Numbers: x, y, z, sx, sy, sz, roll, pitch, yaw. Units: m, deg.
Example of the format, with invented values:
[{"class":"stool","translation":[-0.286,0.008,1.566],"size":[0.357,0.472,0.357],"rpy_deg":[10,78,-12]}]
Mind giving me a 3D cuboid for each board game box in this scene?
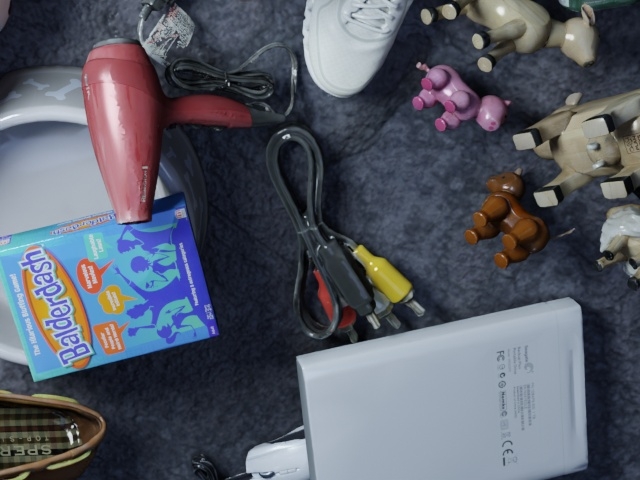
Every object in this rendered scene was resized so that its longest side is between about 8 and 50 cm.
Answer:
[{"class":"board game box","translation":[-0.229,0.051,1.544],"size":[0.210,0.047,0.160],"rpy_deg":[-14,113,-2]}]

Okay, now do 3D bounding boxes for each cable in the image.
[{"class":"cable","translation":[0.000,0.000,1.681],"size":[0.139,0.072,0.287],"rpy_deg":[-25,101,20]}]

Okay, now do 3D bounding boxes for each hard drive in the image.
[{"class":"hard drive","translation":[0.154,0.214,1.753],"size":[0.353,0.047,0.233],"rpy_deg":[-11,113,-13]}]

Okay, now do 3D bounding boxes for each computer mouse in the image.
[{"class":"computer mouse","translation":[-0.055,0.280,1.772],"size":[0.193,0.042,0.106],"rpy_deg":[-22,112,0]}]

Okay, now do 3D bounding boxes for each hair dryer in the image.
[{"class":"hair dryer","translation":[-0.144,-0.141,1.502],"size":[0.223,0.080,0.293],"rpy_deg":[38,66,-18]}]

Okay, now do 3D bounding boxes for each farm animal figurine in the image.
[{"class":"farm animal figurine","translation":[0.273,-0.134,1.566],"size":[0.172,0.327,0.330],"rpy_deg":[-30,122,-35]}]

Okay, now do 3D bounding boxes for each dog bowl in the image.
[{"class":"dog bowl","translation":[-0.294,-0.014,1.590],"size":[0.349,0.102,0.349],"rpy_deg":[-3,111,-7]}]

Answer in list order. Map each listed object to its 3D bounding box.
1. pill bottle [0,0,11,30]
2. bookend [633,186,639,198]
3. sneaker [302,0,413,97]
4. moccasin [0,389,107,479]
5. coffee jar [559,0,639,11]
[{"class":"pill bottle","translation":[-0.403,-0.321,1.389],"size":[0.224,0.224,0.392],"rpy_deg":[10,109,-12]},{"class":"bookend","translation":[0.436,-0.091,1.642],"size":[0.072,0.156,0.157],"rpy_deg":[35,101,-19]},{"class":"sneaker","translation":[0.063,-0.286,1.532],"size":[0.110,0.118,0.292],"rpy_deg":[16,109,-16]},{"class":"moccasin","translation":[-0.419,0.224,1.573],"size":[0.380,0.139,0.147],"rpy_deg":[9,147,-31]},{"class":"coffee jar","translation":[0.302,-0.349,1.562],"size":[0.096,0.079,0.184],"rpy_deg":[-7,113,2]}]
